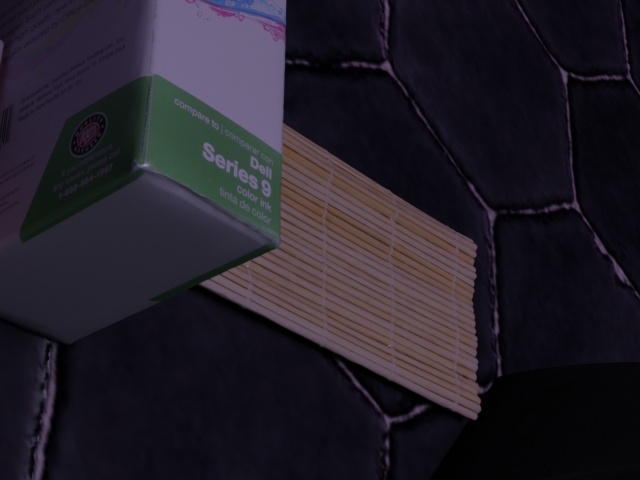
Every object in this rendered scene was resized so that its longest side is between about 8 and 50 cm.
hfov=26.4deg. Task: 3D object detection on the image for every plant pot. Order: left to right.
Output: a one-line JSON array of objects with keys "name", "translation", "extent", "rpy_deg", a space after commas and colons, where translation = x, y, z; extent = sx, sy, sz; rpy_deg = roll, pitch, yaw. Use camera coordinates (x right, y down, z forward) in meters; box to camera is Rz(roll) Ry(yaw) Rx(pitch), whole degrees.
[{"name": "plant pot", "translation": [0.199, 0.185, 0.879], "extent": [0.188, 0.167, 0.187], "rpy_deg": [59, 36, -9]}]

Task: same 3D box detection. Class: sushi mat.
[{"name": "sushi mat", "translation": [0.000, 0.000, 0.862], "extent": [0.316, 0.019, 0.151], "rpy_deg": [30, 49, -39]}]

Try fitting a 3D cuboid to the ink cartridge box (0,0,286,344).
[{"name": "ink cartridge box", "translation": [-0.099, -0.077, 0.664], "extent": [0.093, 0.154, 0.212], "rpy_deg": [28, 49, -40]}]

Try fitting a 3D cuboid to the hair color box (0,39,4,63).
[{"name": "hair color box", "translation": [-0.199, -0.035, 0.598], "extent": [0.093, 0.053, 0.167], "rpy_deg": [30, 49, -40]}]
